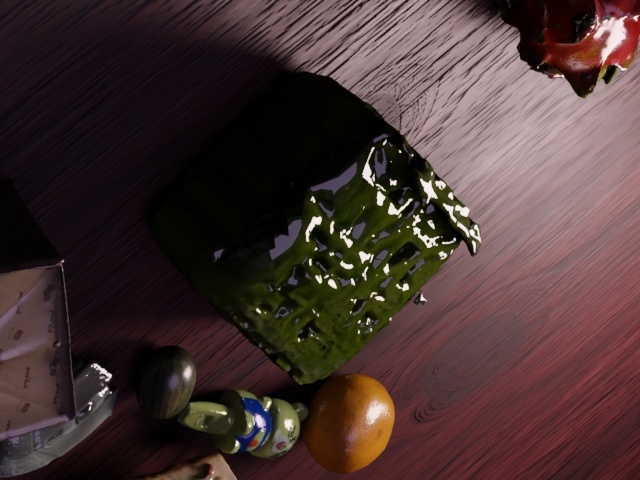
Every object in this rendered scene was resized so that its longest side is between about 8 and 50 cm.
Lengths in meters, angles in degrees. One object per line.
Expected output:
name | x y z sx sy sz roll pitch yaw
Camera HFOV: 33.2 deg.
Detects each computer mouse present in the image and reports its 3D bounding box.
computer mouse | -0.353 0.234 1.361 0.231 0.071 0.126 -25 133 -21

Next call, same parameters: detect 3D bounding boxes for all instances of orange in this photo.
orange | 0.041 0.279 1.654 0.156 0.124 0.156 -31 130 -46

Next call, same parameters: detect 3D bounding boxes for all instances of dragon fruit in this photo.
dragon fruit | 0.327 -0.291 1.432 0.200 0.198 0.269 3 156 0

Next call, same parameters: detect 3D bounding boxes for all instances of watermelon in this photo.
watermelon | -0.207 0.191 1.437 0.078 0.078 0.110 1 119 -38

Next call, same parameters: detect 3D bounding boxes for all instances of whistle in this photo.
whistle | -0.110 0.266 1.558 0.227 0.085 0.105 20 110 -43

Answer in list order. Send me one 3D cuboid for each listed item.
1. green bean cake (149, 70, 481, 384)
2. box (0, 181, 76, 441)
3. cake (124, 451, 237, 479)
green bean cake | 0.000 0.000 1.352 0.319 0.218 0.335 -46 135 1
box | -0.427 0.096 1.120 0.297 0.190 0.225 -15 128 -29
cake | -0.208 0.483 1.474 0.256 0.290 0.282 -12 153 -32
